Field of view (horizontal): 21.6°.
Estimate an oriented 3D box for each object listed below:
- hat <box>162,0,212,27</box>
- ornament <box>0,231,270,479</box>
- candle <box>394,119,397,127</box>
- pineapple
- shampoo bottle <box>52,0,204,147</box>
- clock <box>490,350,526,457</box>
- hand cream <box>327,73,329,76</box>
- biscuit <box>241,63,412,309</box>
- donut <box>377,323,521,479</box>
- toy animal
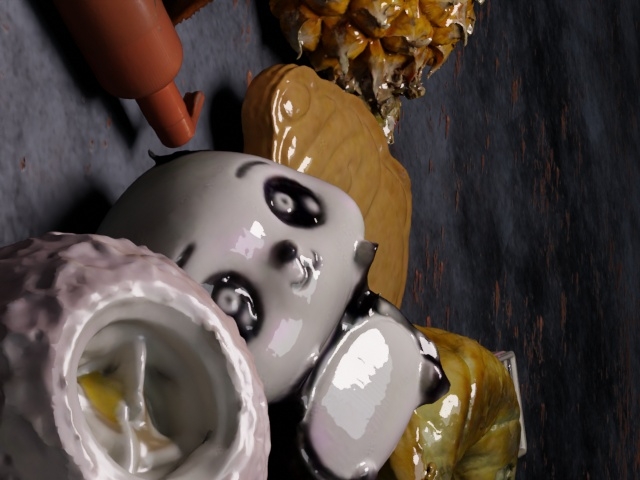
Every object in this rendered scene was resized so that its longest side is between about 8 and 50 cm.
[{"bbox_3d":[-0.149,-0.337,1.427,0.233,0.233,0.244,41,27,-21],"label":"hat"},{"bbox_3d":[-0.167,0.124,1.071,0.259,0.225,0.259,18,60,-35],"label":"ornament"},{"bbox_3d":[0.047,-0.090,1.859,0.051,0.048,0.329,27,61,-16],"label":"candle"},{"bbox_3d":[0.106,-0.254,1.778,0.344,0.209,0.286,-1,80,-46],"label":"pineapple"},{"bbox_3d":[-0.163,-0.176,1.381,0.085,0.085,0.244,-77,150,-42],"label":"shampoo bottle"},{"bbox_3d":[0.202,0.221,2.169,0.192,0.071,0.147,-5,88,-68],"label":"clock"},{"bbox_3d":[0.040,-0.187,1.941,0.142,0.053,0.084,55,34,-31],"label":"hand cream"},{"bbox_3d":[0.000,0.000,1.681,0.351,0.057,0.312,59,43,-44],"label":"biscuit"},{"bbox_3d":[0.086,0.255,1.696,0.360,0.170,0.360,-43,139,-53],"label":"donut"},{"bbox_3d":[-0.063,0.072,1.377,0.310,0.251,0.251,56,32,-28],"label":"toy animal"}]
